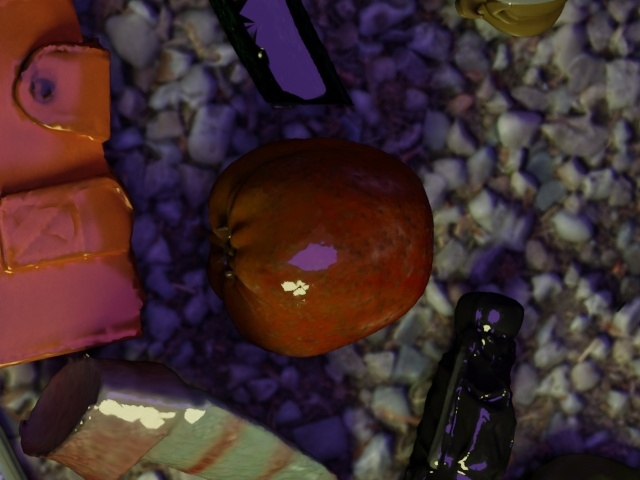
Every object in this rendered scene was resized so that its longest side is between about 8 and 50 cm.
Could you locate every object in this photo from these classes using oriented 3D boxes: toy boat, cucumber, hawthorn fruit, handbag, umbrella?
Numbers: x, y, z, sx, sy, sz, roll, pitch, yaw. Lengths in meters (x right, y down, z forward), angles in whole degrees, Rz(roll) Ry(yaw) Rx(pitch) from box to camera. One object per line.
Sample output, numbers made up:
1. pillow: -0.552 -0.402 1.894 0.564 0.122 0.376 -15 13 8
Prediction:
1. toy boat: -0.077 0.169 1.216 0.282 0.206 0.096 25 61 -25
2. cucumber: -0.051 -0.193 1.267 0.070 0.046 0.220 -27 98 -1
3. hawthorn fruit: 0.000 0.000 1.222 0.189 0.189 0.189 0 92 -11
4. handbag: -0.306 -0.100 1.183 0.303 0.116 0.410 -12 95 -11
5. umbrella: 0.092 0.213 1.281 0.106 0.113 0.358 19 83 -38

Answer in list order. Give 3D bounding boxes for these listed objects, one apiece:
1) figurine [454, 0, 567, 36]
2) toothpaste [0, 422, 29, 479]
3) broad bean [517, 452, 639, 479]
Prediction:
1. figurine: 0.136 -0.305 1.261 0.194 0.133 0.274 -9 81 -22
2. toothpaste: -0.251 0.220 1.247 0.067 0.037 0.255 -29 94 -3
3. broad bean: 0.230 0.261 1.334 0.206 0.072 0.153 0 95 -23
